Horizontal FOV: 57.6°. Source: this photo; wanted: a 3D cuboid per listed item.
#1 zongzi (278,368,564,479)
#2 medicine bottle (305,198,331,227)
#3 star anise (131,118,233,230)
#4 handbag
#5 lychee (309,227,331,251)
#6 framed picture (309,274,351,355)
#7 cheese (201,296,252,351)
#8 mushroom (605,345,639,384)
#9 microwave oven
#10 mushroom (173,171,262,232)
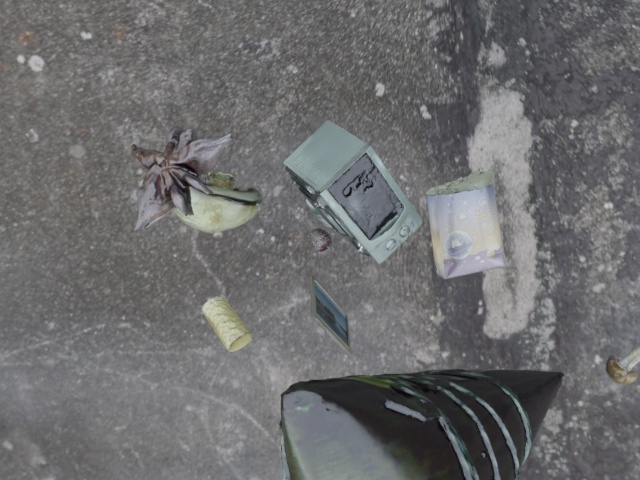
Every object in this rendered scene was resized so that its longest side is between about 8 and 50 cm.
[{"bbox_3d":[0.134,0.231,0.630,0.362,0.383,0.319,-21,89,1],"label":"zongzi"},{"bbox_3d":[0.014,-0.102,1.791,0.080,0.080,0.130,-13,143,18],"label":"medicine bottle"},{"bbox_3d":[-0.143,-0.080,0.605,0.129,0.124,0.056,-22,152,19],"label":"star anise"},{"bbox_3d":[0.241,-0.031,0.978,0.117,0.095,0.173,-11,100,-5],"label":"handbag"},{"bbox_3d":[0.000,0.000,1.803,0.067,0.068,0.083,-38,80,3],"label":"lychee"},{"bbox_3d":[0.021,0.152,1.175,0.011,0.109,0.149,-25,130,19],"label":"framed picture"},{"bbox_3d":[-0.301,0.268,1.867,0.094,0.123,0.167,-40,70,-5],"label":"cheese"},{"bbox_3d":[0.493,0.116,0.711,0.043,0.068,0.306,9,150,-37],"label":"mushroom"},{"bbox_3d":[0.077,-0.112,1.450,0.181,0.237,0.295,-45,131,-2],"label":"microwave oven"},{"bbox_3d":[-0.319,-0.102,1.728,0.267,0.189,0.164,9,119,-37],"label":"mushroom"}]
